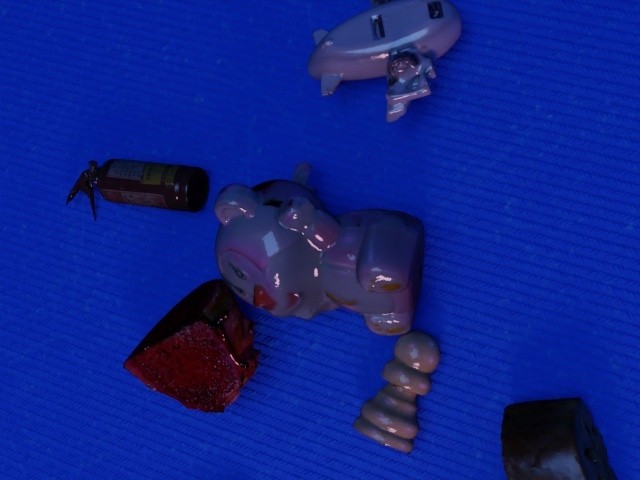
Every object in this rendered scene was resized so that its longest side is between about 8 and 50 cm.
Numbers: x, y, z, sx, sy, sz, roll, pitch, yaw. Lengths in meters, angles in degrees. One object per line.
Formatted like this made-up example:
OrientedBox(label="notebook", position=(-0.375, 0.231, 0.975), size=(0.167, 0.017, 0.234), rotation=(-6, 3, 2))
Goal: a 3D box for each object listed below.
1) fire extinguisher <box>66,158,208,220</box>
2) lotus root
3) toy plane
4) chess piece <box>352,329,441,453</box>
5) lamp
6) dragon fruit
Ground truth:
OrientedBox(label="fire extinguisher", position=(-0.313, -0.078, 1.676), size=(0.252, 0.075, 0.106), rotation=(7, 89, 19))
OrientedBox(label="lotus root", position=(0.329, 0.330, 1.398), size=(0.119, 0.138, 0.235), rotation=(-22, 85, 27))
OrientedBox(label="toy plane", position=(0.094, -0.289, 1.530), size=(0.245, 0.117, 0.244), rotation=(-9, 64, 19))
OrientedBox(label="chess piece", position=(0.123, 0.215, 1.501), size=(0.094, 0.094, 0.170), rotation=(24, 87, 20))
OrientedBox(label="lamp", position=(0.000, 0.000, 1.506), size=(0.301, 0.247, 0.247), rotation=(7, 58, 13))
OrientedBox(label="dragon fruit", position=(-0.175, 0.152, 1.569), size=(0.262, 0.163, 0.189), rotation=(-32, 45, 49))
